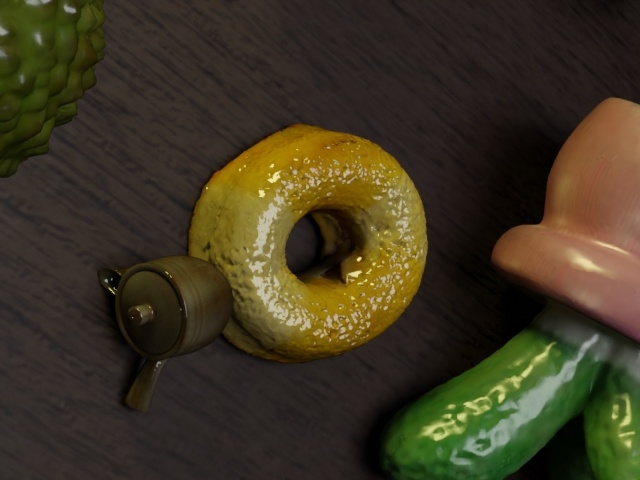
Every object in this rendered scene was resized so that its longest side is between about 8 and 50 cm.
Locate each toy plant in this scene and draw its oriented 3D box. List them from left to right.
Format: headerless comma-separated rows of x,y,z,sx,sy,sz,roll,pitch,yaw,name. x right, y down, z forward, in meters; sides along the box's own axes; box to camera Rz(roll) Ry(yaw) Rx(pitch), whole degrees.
0.242,0.083,1.212,0.317,0.210,0.356,25,86,-36,toy plant

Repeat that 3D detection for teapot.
-0.110,0.060,1.034,0.080,0.085,0.110,-13,126,-51,teapot

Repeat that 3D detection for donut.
0.001,0.001,1.102,0.190,0.074,0.174,-12,96,-37,donut

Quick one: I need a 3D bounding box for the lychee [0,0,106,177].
-0.271,-0.133,0.776,0.320,0.270,0.270,-4,91,-34,lychee
